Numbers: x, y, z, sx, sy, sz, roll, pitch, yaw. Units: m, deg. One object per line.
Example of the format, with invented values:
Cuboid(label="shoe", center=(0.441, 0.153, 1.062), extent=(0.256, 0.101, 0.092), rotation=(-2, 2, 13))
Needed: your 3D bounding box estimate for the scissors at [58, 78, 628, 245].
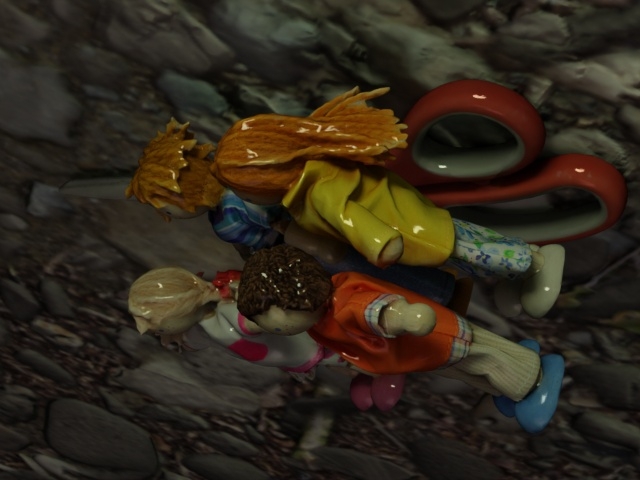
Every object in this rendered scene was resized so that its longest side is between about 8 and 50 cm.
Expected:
Cuboid(label="scissors", center=(0.004, -0.018, 0.906), extent=(0.297, 0.021, 0.109), rotation=(-11, 141, 40))

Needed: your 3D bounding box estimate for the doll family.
Cuboid(label="doll family", center=(0.000, 0.000, 0.839), extent=(0.163, 0.118, 0.263), rotation=(23, 168, -18))
